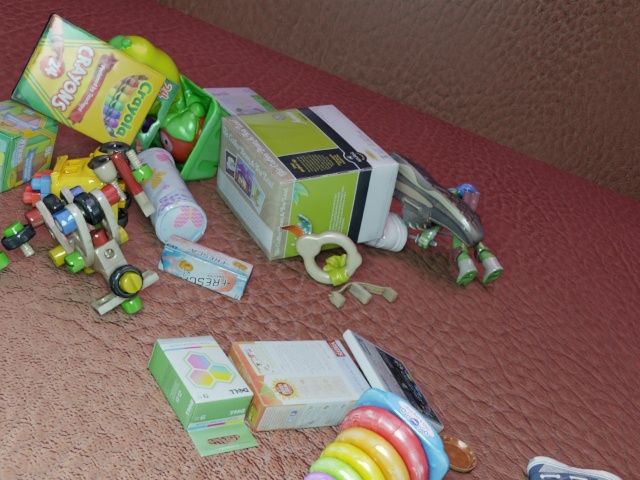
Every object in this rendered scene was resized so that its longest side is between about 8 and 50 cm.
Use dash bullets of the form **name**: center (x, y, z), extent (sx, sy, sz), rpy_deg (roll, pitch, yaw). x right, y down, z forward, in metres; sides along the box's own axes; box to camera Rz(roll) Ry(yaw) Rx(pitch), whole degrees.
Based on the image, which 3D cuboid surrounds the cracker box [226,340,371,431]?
- **cracker box**: center (-0.036, 0.249, 1.374), extent (0.232, 0.067, 0.156), rpy_deg (4, 33, -33)

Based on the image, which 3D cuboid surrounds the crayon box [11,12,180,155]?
- **crayon box**: center (-0.485, -0.331, 1.736), extent (0.318, 0.202, 0.081), rpy_deg (26, 6, -26)

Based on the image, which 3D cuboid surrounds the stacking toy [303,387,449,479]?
- **stacking toy**: center (0.031, 0.366, 1.142), extent (0.175, 0.166, 0.301), rpy_deg (44, 45, 19)

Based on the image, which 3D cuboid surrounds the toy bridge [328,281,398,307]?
- **toy bridge**: center (0.089, 0.119, 1.784), extent (0.188, 0.026, 0.063), rpy_deg (-1, 32, -41)

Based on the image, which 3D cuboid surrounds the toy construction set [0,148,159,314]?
- **toy construction set**: center (-0.391, 0.000, 1.447), extent (0.237, 0.257, 0.309), rpy_deg (61, 37, -20)

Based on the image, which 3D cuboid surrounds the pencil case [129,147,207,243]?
- **pencil case**: center (-0.343, -0.097, 1.752), extent (0.273, 0.113, 0.124), rpy_deg (53, -5, 48)

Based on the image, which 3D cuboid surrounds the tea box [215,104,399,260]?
- **tea box**: center (-0.043, -0.153, 1.908), extent (0.323, 0.220, 0.329), rpy_deg (-10, 39, -28)

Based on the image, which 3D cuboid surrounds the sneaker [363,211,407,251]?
- **sneaker**: center (0.101, -0.084, 2.089), extent (0.152, 0.114, 0.305), rpy_deg (1, 33, -40)

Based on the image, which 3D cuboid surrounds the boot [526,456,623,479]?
- **boot**: center (0.462, 0.454, 1.401), extent (0.189, 0.069, 0.086), rpy_deg (14, 32, 0)

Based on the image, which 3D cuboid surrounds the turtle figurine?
- **turtle figurine**: center (0.362, 0.011, 2.138), extent (0.197, 0.274, 0.266), rpy_deg (30, 33, -52)

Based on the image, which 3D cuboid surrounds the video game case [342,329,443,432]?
- **video game case**: center (0.134, 0.263, 1.470), extent (0.173, 0.022, 0.190), rpy_deg (34, 14, -37)

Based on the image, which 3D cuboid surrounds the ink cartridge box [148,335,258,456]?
- **ink cartridge box**: center (-0.183, 0.243, 1.268), extent (0.108, 0.062, 0.209), rpy_deg (1, 33, -40)

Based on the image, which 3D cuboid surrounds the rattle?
- **rattle**: center (0.000, 0.000, 1.797), extent (0.199, 0.130, 0.143), rpy_deg (35, 34, -9)

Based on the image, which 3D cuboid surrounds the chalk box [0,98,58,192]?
- **chalk box**: center (-0.673, -0.195, 1.646), extent (0.132, 0.133, 0.213), rpy_deg (26, 26, 7)

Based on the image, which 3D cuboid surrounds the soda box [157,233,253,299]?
- **soda box**: center (-0.233, 0.054, 1.605), extent (0.183, 0.058, 0.063), rpy_deg (21, 25, -2)

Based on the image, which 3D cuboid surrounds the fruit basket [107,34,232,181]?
- **fruit basket**: center (-0.421, -0.340, 1.954), extent (0.391, 0.283, 0.392), rpy_deg (30, 12, -7)

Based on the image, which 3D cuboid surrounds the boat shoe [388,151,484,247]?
- **boat shoe**: center (0.278, -0.086, 2.041), extent (0.132, 0.130, 0.355), rpy_deg (13, 29, -50)

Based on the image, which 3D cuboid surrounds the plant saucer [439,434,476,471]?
- **plant saucer**: center (0.238, 0.382, 1.404), extent (0.083, 0.013, 0.083), rpy_deg (19, 24, -9)

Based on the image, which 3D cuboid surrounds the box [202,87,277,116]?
- **box**: center (-0.213, -0.317, 2.224), extent (0.231, 0.127, 0.262), rpy_deg (41, 24, 12)

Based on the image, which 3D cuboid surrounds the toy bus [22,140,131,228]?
- **toy bus**: center (-0.505, -0.118, 1.648), extent (0.211, 0.150, 0.220), rpy_deg (1, 26, -8)
